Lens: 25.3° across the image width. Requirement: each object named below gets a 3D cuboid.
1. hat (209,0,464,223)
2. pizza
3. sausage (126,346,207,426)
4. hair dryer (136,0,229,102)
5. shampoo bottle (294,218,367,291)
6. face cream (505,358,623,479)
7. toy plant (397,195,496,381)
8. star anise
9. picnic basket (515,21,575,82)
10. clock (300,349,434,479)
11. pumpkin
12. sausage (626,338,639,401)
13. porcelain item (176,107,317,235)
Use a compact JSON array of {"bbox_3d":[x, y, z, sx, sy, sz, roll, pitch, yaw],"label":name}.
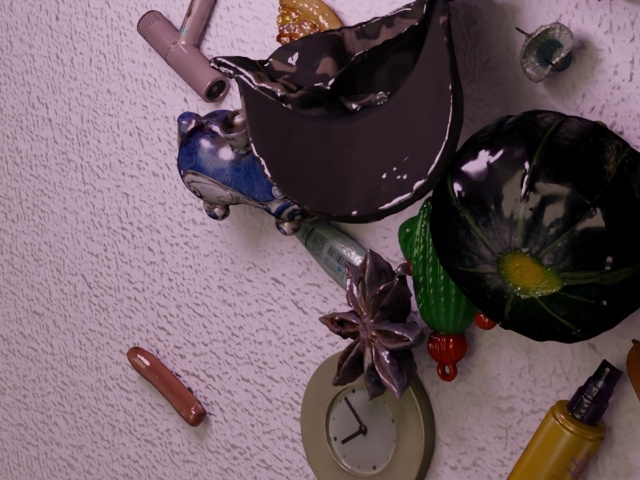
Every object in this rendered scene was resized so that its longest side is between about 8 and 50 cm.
[{"bbox_3d":[0.061,-0.171,1.851,0.366,0.257,0.382,-17,67,13],"label":"hat"},{"bbox_3d":[-0.005,-0.264,2.078,0.127,0.058,0.246,-19,76,39],"label":"pizza"},{"bbox_3d":[-0.247,0.234,2.297,0.186,0.043,0.043,41,115,32],"label":"sausage"},{"bbox_3d":[-0.172,-0.356,2.233,0.195,0.053,0.220,47,112,29],"label":"hair dryer"},{"bbox_3d":[0.000,0.000,2.087,0.190,0.041,0.069,40,121,33],"label":"shampoo bottle"},{"bbox_3d":[0.304,0.267,1.809,0.078,0.078,0.273,41,115,32],"label":"face cream"},{"bbox_3d":[0.179,0.056,1.903,0.154,0.088,0.240,-29,73,44],"label":"toy plant"},{"bbox_3d":[0.084,0.109,1.940,0.262,0.081,0.230,119,145,-42],"label":"star anise"},{"bbox_3d":[0.285,-0.241,1.819,0.083,0.083,0.065,-47,57,27],"label":"picnic basket"},{"bbox_3d":[0.065,0.270,2.047,0.235,0.029,0.235,2,93,41],"label":"clock"},{"bbox_3d":[0.286,-0.031,1.738,0.296,0.296,0.296,0,91,40],"label":"pumpkin"},{"bbox_3d":[0.422,0.201,1.726,0.183,0.054,0.062,67,159,15],"label":"sausage"},{"bbox_3d":[-0.098,-0.121,2.059,0.288,0.138,0.186,18,143,38],"label":"porcelain item"}]
